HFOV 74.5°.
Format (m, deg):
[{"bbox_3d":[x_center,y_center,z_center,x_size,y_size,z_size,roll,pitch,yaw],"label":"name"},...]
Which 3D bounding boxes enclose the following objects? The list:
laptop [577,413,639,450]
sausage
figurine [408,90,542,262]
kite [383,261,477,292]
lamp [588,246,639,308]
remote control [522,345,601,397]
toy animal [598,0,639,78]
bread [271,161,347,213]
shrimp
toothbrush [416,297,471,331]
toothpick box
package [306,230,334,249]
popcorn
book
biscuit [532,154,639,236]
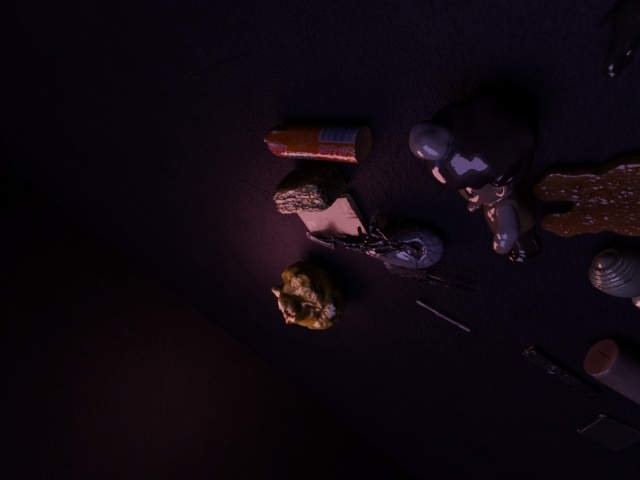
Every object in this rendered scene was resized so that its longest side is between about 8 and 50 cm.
[{"bbox_3d":[0.943,0.626,1.372,0.129,0.016,0.180,23,145,19],"label":"laptop"},{"bbox_3d":[-0.026,-0.253,1.079,0.312,0.093,0.093,11,139,32],"label":"sausage"},{"bbox_3d":[0.322,-0.118,0.838,0.206,0.218,0.365,-1,134,29],"label":"figurine"},{"bbox_3d":[0.319,0.103,1.252,0.286,0.015,0.152,14,158,26],"label":"kite"},{"bbox_3d":[0.662,0.088,0.895,0.193,0.106,0.106,33,147,-13],"label":"lamp"},{"bbox_3d":[0.730,0.401,1.276,0.245,0.025,0.063,35,147,1],"label":"remote control"},{"bbox_3d":[0.511,-0.273,0.563,0.245,0.114,0.146,20,144,21],"label":"toy animal"},{"bbox_3d":[-0.039,-0.147,1.183,0.196,0.138,0.102,0,129,42],"label":"bread"},{"bbox_3d":[0.173,-0.002,1.186,0.343,0.116,0.145,8,140,21],"label":"shrimp"},{"bbox_3d":[0.401,0.243,1.376,0.194,0.017,0.014,31,145,7],"label":"toothbrush"},{"bbox_3d":[0.792,0.344,1.075,0.181,0.111,0.111,32,146,2],"label":"toothpick box"},{"bbox_3d":[0.000,0.000,1.432,0.110,0.015,0.037,24,150,20],"label":"package"},{"bbox_3d":[-0.041,0.209,1.554,0.252,0.215,0.286,-24,116,9],"label":"popcorn"},{"bbox_3d":[0.029,-0.074,1.308,0.228,0.024,0.160,0,134,40],"label":"book"},{"bbox_3d":[0.575,-0.081,0.808,0.295,0.044,0.186,2,137,42],"label":"biscuit"}]
